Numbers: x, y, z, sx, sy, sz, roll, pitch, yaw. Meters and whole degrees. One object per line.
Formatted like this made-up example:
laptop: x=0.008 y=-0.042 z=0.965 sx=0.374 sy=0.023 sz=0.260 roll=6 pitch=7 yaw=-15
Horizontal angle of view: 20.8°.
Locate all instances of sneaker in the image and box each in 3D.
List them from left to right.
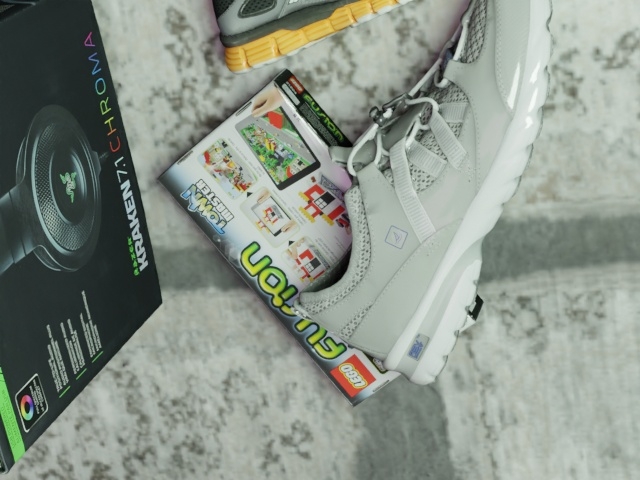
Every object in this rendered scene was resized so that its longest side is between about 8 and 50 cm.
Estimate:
sneaker: x=0.016 y=-0.173 z=1.065 sx=0.215 sy=0.084 sz=0.083 roll=-20 pitch=97 yaw=27
sneaker: x=0.064 y=-0.051 z=1.063 sx=0.115 sy=0.105 sz=0.281 roll=19 pitch=102 yaw=0

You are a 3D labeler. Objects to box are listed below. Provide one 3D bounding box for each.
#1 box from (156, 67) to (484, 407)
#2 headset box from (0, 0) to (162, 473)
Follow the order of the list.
box: x=0.000 y=0.000 z=1.164 sx=0.114 sy=0.036 sz=0.207 roll=-37 pitch=97 yaw=26
headset box: x=-0.231 y=-0.012 z=1.093 sx=0.131 sy=0.283 sz=0.246 roll=-5 pitch=108 yaw=19
